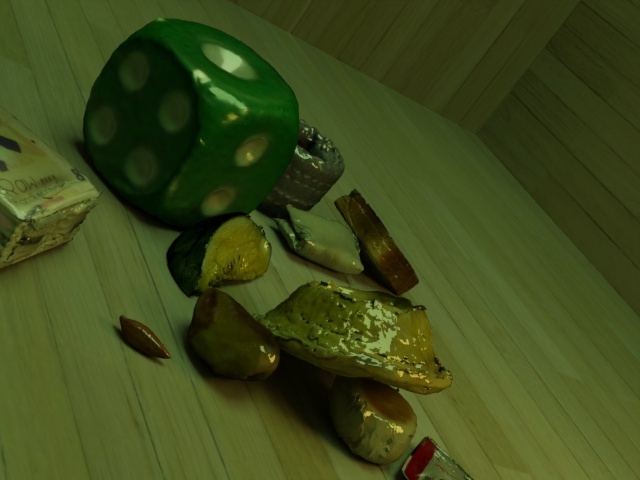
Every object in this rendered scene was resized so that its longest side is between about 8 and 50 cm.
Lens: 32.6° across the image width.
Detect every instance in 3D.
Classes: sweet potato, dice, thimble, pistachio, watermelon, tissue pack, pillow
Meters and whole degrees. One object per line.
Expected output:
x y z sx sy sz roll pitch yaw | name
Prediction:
-0.252 0.140 1.560 0.095 0.034 0.034 37 19 3 | sweet potato
-0.236 -0.210 2.007 0.297 0.300 0.287 47 25 24 | dice
-0.073 -0.159 2.363 0.205 0.172 0.236 35 21 -14 | thimble
-0.133 0.154 1.648 0.189 0.100 0.110 40 -5 37 | pistachio
-0.175 0.021 1.923 0.301 0.123 0.129 -11 83 -66 | watermelon
-0.507 -0.117 1.578 0.344 0.125 0.242 41 18 4 | tissue pack
0.000 0.000 2.254 0.181 0.078 0.134 23 25 -33 | pillow

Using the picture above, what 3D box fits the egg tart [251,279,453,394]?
0.052 0.142 1.759 0.345 0.132 0.345 14 1 0 | egg tart

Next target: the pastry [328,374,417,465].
0.080 0.279 1.729 0.166 0.088 0.166 33 18 -12 | pastry

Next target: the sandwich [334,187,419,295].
0.121 0.000 2.383 0.214 0.065 0.186 56 2 40 | sandwich

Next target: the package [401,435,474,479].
0.232 0.423 1.743 0.239 0.030 0.154 41 21 10 | package
